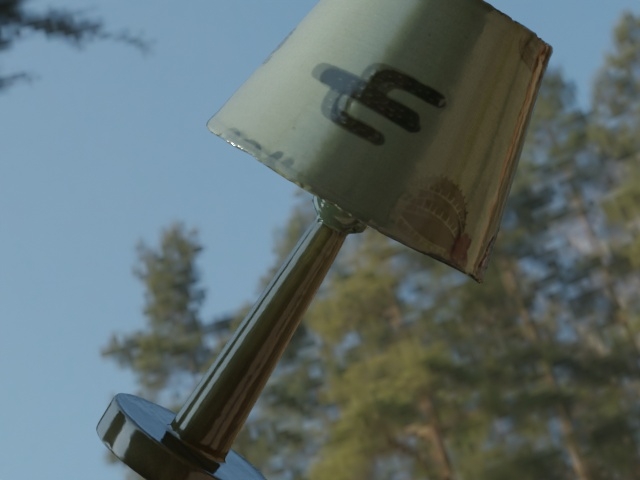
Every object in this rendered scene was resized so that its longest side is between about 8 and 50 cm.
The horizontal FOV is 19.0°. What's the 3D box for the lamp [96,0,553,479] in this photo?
[{"bbox_3d":[0.000,0.000,0.718,0.121,0.121,0.215,28,-84,-50],"label":"lamp"}]
